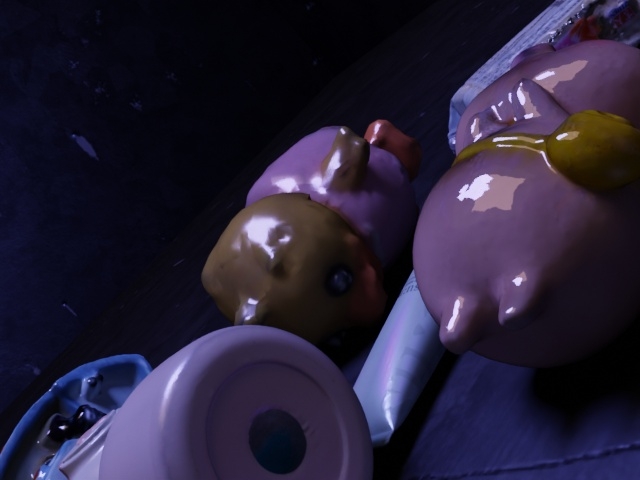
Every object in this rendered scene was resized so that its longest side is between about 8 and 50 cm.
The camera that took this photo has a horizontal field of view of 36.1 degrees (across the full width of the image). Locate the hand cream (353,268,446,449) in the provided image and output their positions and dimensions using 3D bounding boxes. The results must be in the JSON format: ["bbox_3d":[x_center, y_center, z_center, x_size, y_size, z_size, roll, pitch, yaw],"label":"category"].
[{"bbox_3d":[0.065,0.073,0.695,0.078,0.050,0.205,-30,20,49],"label":"hand cream"}]

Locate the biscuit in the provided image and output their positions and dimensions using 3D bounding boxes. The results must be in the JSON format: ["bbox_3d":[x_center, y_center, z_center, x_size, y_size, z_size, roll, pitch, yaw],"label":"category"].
[{"bbox_3d":[0.255,-0.201,1.000,0.309,0.079,0.186,-41,13,4],"label":"biscuit"}]

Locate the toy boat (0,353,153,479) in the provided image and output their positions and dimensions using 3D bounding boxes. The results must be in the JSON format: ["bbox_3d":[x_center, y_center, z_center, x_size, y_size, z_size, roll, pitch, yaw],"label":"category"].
[{"bbox_3d":[-0.203,0.203,0.854,0.133,0.145,0.332,-50,12,21],"label":"toy boat"}]

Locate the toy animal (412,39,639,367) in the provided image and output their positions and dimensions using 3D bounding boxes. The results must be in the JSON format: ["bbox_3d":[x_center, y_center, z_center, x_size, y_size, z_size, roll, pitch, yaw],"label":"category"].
[{"bbox_3d":[0.138,-0.025,0.566,0.165,0.149,0.248,-12,22,44],"label":"toy animal"}]

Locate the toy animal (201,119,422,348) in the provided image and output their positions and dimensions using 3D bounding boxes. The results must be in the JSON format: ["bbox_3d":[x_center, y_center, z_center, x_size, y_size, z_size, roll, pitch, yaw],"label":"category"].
[{"bbox_3d":[-0.005,0.000,0.919,0.281,0.169,0.195,-64,-19,-51],"label":"toy animal"}]

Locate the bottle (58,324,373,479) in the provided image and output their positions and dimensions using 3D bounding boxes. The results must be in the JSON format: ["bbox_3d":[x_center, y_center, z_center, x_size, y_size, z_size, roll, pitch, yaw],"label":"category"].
[{"bbox_3d":[-0.087,0.157,0.644,0.236,0.147,0.147,-34,13,49],"label":"bottle"}]
